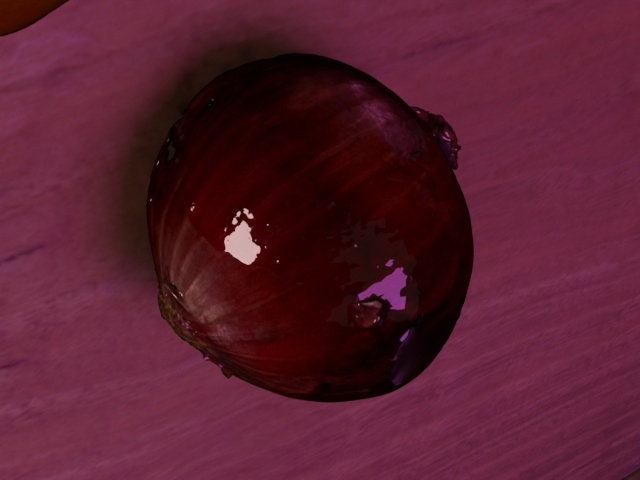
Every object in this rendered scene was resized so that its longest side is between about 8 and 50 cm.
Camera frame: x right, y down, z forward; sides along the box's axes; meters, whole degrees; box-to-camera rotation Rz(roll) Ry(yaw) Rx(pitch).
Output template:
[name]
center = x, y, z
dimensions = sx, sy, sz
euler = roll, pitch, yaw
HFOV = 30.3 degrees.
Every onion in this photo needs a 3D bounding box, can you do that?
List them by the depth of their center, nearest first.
[onion]
center = -0.007, 0.002, 1.112
dimensions = 0.341, 0.341, 0.341
euler = -30, 142, -27

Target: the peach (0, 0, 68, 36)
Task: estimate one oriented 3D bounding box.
[peach]
center = -0.216, -0.256, 0.622
dimensions = 0.332, 0.308, 0.308
euler = -47, 148, -22
